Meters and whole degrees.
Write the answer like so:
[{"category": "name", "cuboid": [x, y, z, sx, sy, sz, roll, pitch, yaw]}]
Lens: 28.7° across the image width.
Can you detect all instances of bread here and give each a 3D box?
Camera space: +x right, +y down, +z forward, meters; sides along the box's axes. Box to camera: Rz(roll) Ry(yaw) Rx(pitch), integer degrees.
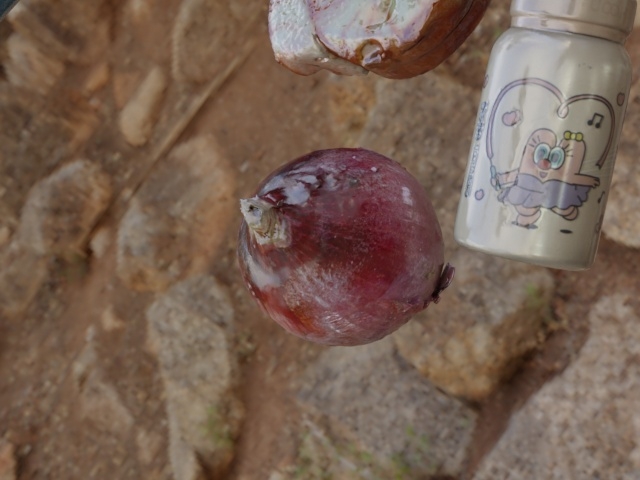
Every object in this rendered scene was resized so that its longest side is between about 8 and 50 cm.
[{"category": "bread", "cuboid": [0.082, -0.357, 1.618, 0.328, 0.114, 0.295, 4, 80, 47]}]

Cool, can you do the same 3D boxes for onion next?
[{"category": "onion", "cuboid": [0.000, 0.000, 0.939, 0.159, 0.195, 0.159, -7, 78, 34]}]

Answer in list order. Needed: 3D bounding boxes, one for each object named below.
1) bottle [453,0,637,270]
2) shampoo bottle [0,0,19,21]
[{"category": "bottle", "cuboid": [0.159, -0.090, 0.838, 0.097, 0.110, 0.209, 16, 97, 38]}, {"category": "shampoo bottle", "cuboid": [-0.229, -0.077, 0.565, 0.061, 0.104, 0.258, -2, 48, 44]}]
